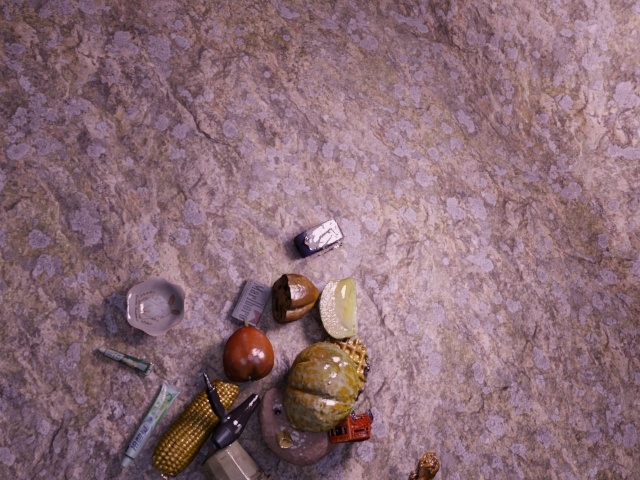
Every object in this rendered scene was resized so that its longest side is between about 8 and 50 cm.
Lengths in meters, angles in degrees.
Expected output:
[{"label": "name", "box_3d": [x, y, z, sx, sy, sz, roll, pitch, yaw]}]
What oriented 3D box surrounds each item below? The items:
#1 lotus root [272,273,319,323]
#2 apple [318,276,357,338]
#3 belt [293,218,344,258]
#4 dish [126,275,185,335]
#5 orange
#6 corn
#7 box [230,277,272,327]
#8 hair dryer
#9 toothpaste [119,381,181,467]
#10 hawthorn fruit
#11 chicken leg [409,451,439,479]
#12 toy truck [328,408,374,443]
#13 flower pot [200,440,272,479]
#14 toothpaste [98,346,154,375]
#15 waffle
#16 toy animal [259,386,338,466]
[{"label": "lotus root", "box_3d": [-0.094, 0.246, 1.841, 0.179, 0.188, 0.199, 8, 67, -29]}, {"label": "apple", "box_3d": [0.059, 0.291, 1.897, 0.193, 0.120, 0.265, 8, 72, -32]}, {"label": "belt", "box_3d": [0.000, 0.000, 1.974, 0.230, 0.139, 0.126, -24, 81, -27]}, {"label": "dish", "box_3d": [-0.634, 0.256, 1.696, 0.229, 0.081, 0.230, 8, 68, -21]}, {"label": "orange", "box_3d": [0.017, 0.518, 1.644, 0.270, 0.210, 0.369, 20, 32, 3]}, {"label": "corn", "box_3d": [-0.451, 0.665, 1.594, 0.144, 0.144, 0.387, 39, 61, -4]}, {"label": "box", "box_3d": [-0.287, 0.260, 1.841, 0.115, 0.036, 0.178, 27, 65, -10]}, {"label": "hair dryer", "box_3d": [-0.332, 0.564, 1.557, 0.235, 0.091, 0.272, -42, 116, -47]}, {"label": "toothpaste", "box_3d": [-0.617, 0.663, 1.586, 0.074, 0.048, 0.297, 31, 61, -5]}, {"label": "hawthorn fruit", "box_3d": [-0.286, 0.425, 1.718, 0.199, 0.199, 0.251, -1, 55, -20]}, {"label": "chicken leg", "box_3d": [0.419, 0.979, 1.829, 0.085, 0.101, 0.207, 34, 70, 28]}, {"label": "toy truck", "box_3d": [0.124, 0.728, 1.720, 0.252, 0.107, 0.114, 33, 40, -55]}, {"label": "flower pot", "box_3d": [-0.314, 0.830, 1.558, 0.212, 0.212, 0.203, -36, 79, -26]}, {"label": "toothpaste", "box_3d": [-0.722, 0.440, 1.628, 0.204, 0.031, 0.049, 27, 66, -12]}, {"label": "waffle", "box_3d": [0.079, 0.558, 1.862, 0.307, 0.060, 0.312, -5, 74, -19]}, {"label": "toy animal", "box_3d": [-0.087, 0.728, 1.665, 0.358, 0.188, 0.227, 30, 42, -9]}]
